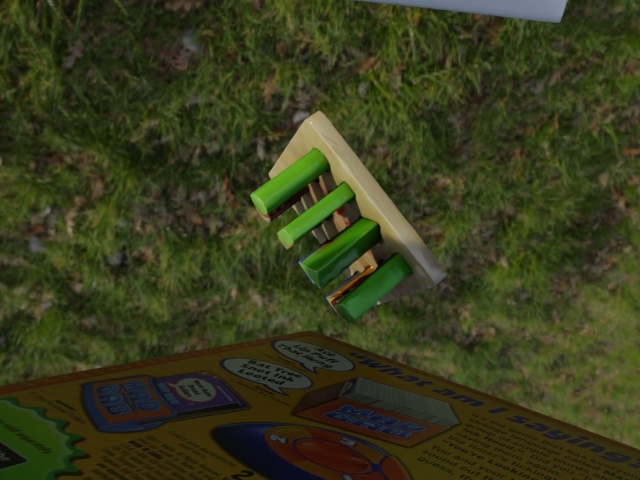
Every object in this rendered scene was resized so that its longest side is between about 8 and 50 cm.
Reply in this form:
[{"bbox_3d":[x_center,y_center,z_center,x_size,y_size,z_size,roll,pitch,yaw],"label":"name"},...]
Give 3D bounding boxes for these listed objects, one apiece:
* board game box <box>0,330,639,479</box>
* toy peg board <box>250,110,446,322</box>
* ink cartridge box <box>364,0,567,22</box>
[{"bbox_3d":[0.001,0.284,0.403,0.356,0.356,0.356,15,-171,34],"label":"board game box"},{"bbox_3d":[0.000,0.000,0.629,0.161,0.079,0.160,53,161,0],"label":"toy peg board"},{"bbox_3d":[0.011,-0.174,0.328,0.203,0.148,0.086,8,132,2],"label":"ink cartridge box"}]
